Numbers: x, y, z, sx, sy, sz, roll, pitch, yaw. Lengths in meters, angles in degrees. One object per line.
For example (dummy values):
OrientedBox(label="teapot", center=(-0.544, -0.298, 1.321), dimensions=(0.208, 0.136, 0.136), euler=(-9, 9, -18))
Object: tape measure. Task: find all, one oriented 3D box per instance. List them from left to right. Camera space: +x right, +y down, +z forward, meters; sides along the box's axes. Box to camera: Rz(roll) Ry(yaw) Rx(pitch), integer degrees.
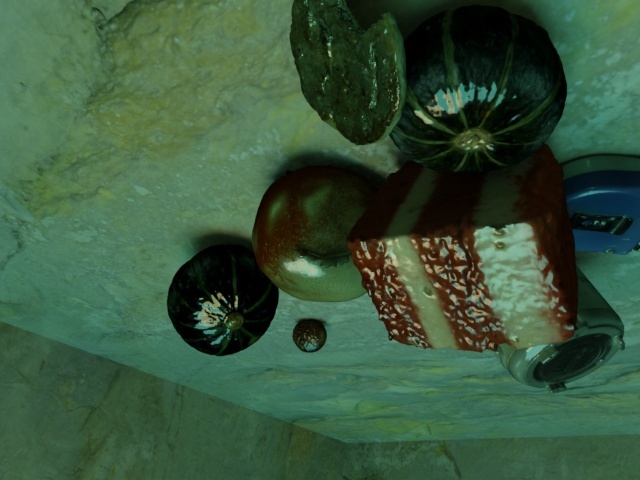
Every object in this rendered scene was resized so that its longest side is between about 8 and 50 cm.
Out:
OrientedBox(label="tape measure", center=(0.512, -0.098, 0.834), dimensions=(0.215, 0.098, 0.351), euler=(4, 145, 9))

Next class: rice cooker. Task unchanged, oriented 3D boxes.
OrientedBox(label="rice cooker", center=(0.478, 0.153, 1.058), dimensions=(0.264, 0.317, 0.317), euler=(-29, 136, 12))

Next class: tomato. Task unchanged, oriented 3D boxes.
OrientedBox(label="tomato", center=(0.000, 0.000, 1.004), dimensions=(0.303, 0.239, 0.303), euler=(5, 147, 3))

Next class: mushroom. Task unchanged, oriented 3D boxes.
OrientedBox(label="mushroom", center=(-0.039, 0.328, 1.665), dimensions=(0.126, 0.109, 0.085), euler=(-21, 133, 18))

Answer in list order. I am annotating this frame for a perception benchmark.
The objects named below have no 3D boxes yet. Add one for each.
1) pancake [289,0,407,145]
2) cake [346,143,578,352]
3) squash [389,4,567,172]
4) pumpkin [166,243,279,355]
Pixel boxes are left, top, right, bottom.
OrientedBox(label="pancake", center=(0.033, -0.246, 0.673), dimensions=(0.253, 0.037, 0.254), euler=(47, 155, 30))
OrientedBox(label="cake", center=(0.262, 0.014, 0.835), dimensions=(0.319, 0.270, 0.269), euler=(-6, 124, 36))
OrientedBox(label="squash", center=(0.213, -0.205, 0.690), dimensions=(0.252, 0.165, 0.252), euler=(6, 151, 3))
OrientedBox(label="pumpkin", center=(-0.254, 0.167, 1.294), dimensions=(0.315, 0.238, 0.315), euler=(-8, 119, -15))
